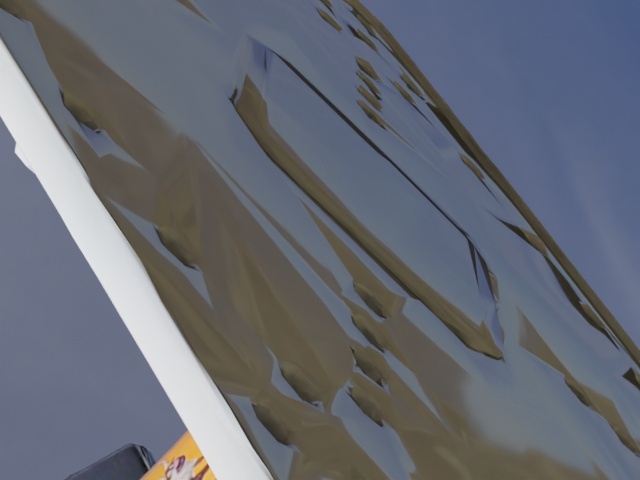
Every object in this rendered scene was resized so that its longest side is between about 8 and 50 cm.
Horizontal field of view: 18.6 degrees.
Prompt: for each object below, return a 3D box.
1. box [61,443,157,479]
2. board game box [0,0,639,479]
[{"bbox_3d":[-0.110,0.270,0.426,0.312,0.343,0.179,55,172,51],"label":"box"},{"bbox_3d":[0.000,0.000,0.613,0.390,0.050,0.390,26,-156,-55],"label":"board game box"}]
